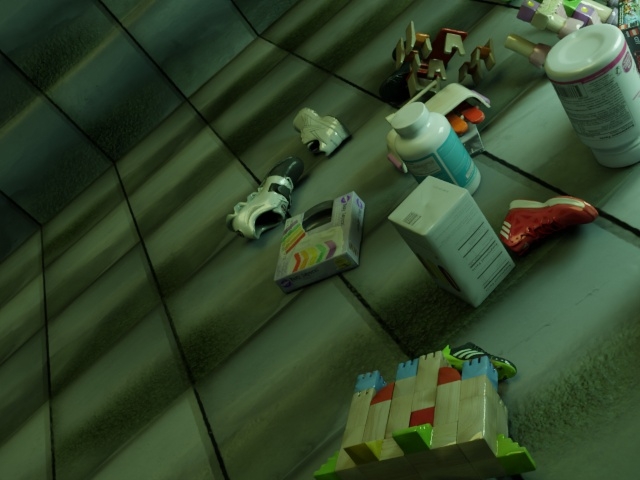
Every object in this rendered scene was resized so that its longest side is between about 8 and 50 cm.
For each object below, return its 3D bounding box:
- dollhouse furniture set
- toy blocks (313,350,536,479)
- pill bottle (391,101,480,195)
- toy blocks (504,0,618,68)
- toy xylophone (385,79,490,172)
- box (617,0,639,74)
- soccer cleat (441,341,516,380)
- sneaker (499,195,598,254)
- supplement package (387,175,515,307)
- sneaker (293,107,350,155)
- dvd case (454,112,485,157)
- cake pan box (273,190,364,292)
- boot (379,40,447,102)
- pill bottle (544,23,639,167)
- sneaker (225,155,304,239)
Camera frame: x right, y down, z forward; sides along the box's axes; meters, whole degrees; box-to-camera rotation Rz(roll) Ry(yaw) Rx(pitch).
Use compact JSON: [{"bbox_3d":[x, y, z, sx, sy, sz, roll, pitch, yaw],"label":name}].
[{"bbox_3d":[0.345,-0.539,2.052,0.259,0.262,0.135,126,148,-62],"label":"dollhouse furniture set"},{"bbox_3d":[0.194,0.324,1.283,0.381,0.191,0.261,-22,26,28],"label":"toy blocks"},{"bbox_3d":[0.281,-0.216,1.721,0.146,0.264,0.146,-26,35,21],"label":"pill bottle"},{"bbox_3d":[0.684,-0.618,1.804,0.260,0.309,0.288,31,59,13],"label":"toy blocks"},{"bbox_3d":[0.314,-0.343,1.973,0.322,0.081,0.236,-34,33,12],"label":"toy xylophone"},{"bbox_3d":[0.720,-0.424,1.542,0.044,0.233,0.159,-12,42,36],"label":"box"},{"bbox_3d":[0.307,0.233,1.358,0.179,0.060,0.072,-3,36,45],"label":"soccer cleat"},{"bbox_3d":[0.478,-0.020,1.476,0.221,0.087,0.128,-1,57,61],"label":"sneaker"},{"bbox_3d":[0.282,0.004,1.477,0.134,0.244,0.139,-45,32,-8],"label":"supplement package"},{"bbox_3d":[-0.024,-0.371,2.372,0.129,0.111,0.297,-52,33,-6],"label":"sneaker"},{"bbox_3d":[0.363,-0.277,1.938,0.164,0.018,0.221,-28,34,21],"label":"dvd case"},{"bbox_3d":[0.000,0.000,1.941,0.245,0.070,0.267,-20,38,27],"label":"cake pan box"},{"bbox_3d":[0.280,-0.572,2.298,0.246,0.094,0.207,-31,37,4],"label":"boot"},{"bbox_3d":[0.603,-0.299,1.468,0.160,0.283,0.160,-27,35,21],"label":"pill bottle"},{"bbox_3d":[-0.139,-0.126,2.209,0.146,0.122,0.330,28,71,37],"label":"sneaker"}]
